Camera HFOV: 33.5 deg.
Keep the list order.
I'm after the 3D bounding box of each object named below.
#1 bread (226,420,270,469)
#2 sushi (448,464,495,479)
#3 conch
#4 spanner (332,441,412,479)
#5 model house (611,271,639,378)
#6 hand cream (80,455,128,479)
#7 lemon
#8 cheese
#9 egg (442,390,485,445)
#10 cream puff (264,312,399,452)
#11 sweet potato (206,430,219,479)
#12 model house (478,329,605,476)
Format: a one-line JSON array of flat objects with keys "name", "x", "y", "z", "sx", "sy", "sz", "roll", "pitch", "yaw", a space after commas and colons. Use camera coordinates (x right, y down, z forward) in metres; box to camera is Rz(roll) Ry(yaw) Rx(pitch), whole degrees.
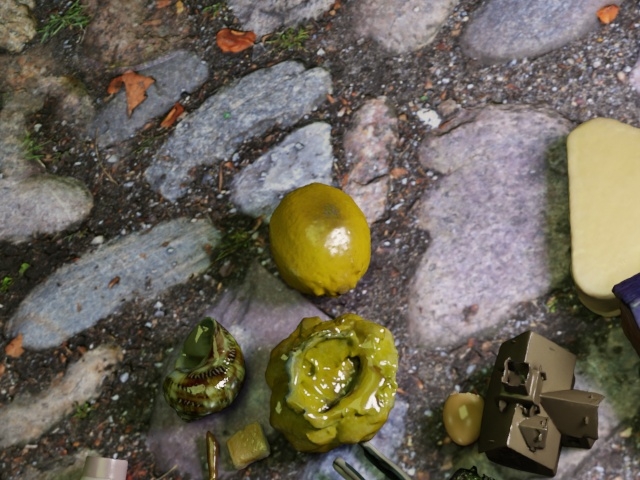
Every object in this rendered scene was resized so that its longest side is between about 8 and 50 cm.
[{"name": "bread", "x": -0.137, "y": 0.392, "z": 2.023, "sx": 0.083, "sy": 0.035, "sz": 0.070, "roll": -32, "pitch": 57, "yaw": 8}, {"name": "sushi", "x": 0.264, "y": 0.440, "z": 1.850, "sx": 0.083, "sy": 0.056, "sz": 0.084, "roll": 30, "pitch": 76, "yaw": 36}, {"name": "conch", "x": -0.228, "y": 0.264, "z": 2.076, "sx": 0.181, "sy": 0.124, "sz": 0.187, "roll": -39, "pitch": 34, "yaw": 6}, {"name": "spanner", "x": 0.155, "y": 0.471, "z": 1.862, "sx": 0.096, "sy": 0.040, "sz": 0.325, "roll": -33, "pitch": 53, "yaw": -27}, {"name": "model house", "x": 0.633, "y": 0.168, "z": 1.735, "sx": 0.245, "sy": 0.280, "sz": 0.312, "roll": -24, "pitch": 59, "yaw": 5}, {"name": "hand cream", "x": -0.432, "y": 0.538, "z": 2.028, "sx": 0.133, "sy": 0.083, "sz": 0.248, "roll": 0, "pitch": 73, "yaw": 21}, {"name": "lemon", "x": 0.000, "y": 0.000, "z": 2.086, "sx": 0.204, "sy": 0.204, "sz": 0.260, "roll": -26, "pitch": 57, "yaw": 4}, {"name": "cheese", "x": 0.578, "y": -0.027, "z": 1.961, "sx": 0.384, "sy": 0.104, "sz": 0.384, "roll": -8, "pitch": 61, "yaw": 15}, {"name": "egg", "x": 0.258, "y": 0.318, "z": 1.902, "sx": 0.080, "sy": 0.080, "sz": 0.096, "roll": 3, "pitch": 79, "yaw": 20}, {"name": "cream puff", "x": 0.014, "y": 0.248, "z": 1.950, "sx": 0.282, "sy": 0.185, "sz": 0.282, "roll": -15, "pitch": 49, "yaw": 17}, {"name": "sweet potato", "x": -0.206, "y": 0.420, "z": 2.038, "sx": 0.026, "sy": 0.026, "sz": 0.115, "roll": -11, "pitch": 65, "yaw": 13}, {"name": "model house", "x": 0.368, "y": 0.268, "z": 1.792, "sx": 0.204, "sy": 0.243, "sz": 0.211, "roll": 6, "pitch": 65, "yaw": 22}]
